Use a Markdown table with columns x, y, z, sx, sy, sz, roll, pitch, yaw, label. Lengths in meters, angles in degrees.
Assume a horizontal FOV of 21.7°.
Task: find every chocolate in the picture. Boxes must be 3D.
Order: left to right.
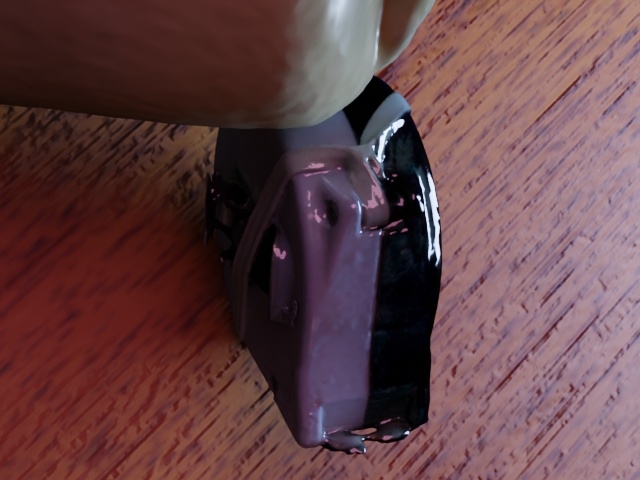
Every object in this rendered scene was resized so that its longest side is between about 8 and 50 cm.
| x | y | z | sx | sy | sz | roll | pitch | yaw | label |
| --- | --- | --- | --- | --- | --- | --- | --- | --- | --- |
| -0.060 | -0.189 | 0.826 | 0.297 | 0.326 | 0.314 | 18 | 59 | 1 | chocolate |

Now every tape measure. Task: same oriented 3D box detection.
| x | y | z | sx | sy | sz | roll | pitch | yaw | label |
| --- | --- | --- | --- | --- | --- | --- | --- | --- | --- |
| -0.002 | -0.003 | 0.939 | 0.107 | 0.181 | 0.182 | -9 | 117 | -21 | tape measure |
